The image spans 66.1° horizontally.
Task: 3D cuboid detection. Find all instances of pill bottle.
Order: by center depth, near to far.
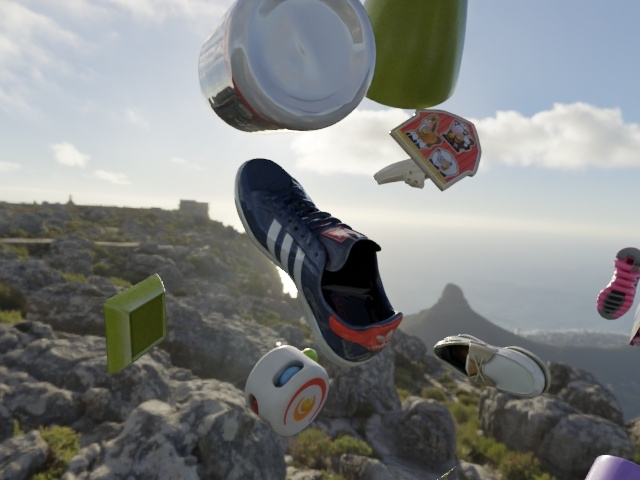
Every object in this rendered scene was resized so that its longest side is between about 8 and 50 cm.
[{"bbox_3d":[-0.081,-0.277,0.795,0.210,0.210,0.363,2,9,-23],"label":"pill bottle"}]

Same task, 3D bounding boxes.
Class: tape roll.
[{"bbox_3d":[0.661,0.551,1.036,0.080,0.189,0.189,-45,27,-22],"label":"tape roll"}]

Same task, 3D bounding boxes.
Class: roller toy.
[{"bbox_3d":[-0.078,0.377,1.223,0.146,0.209,0.191,27,5,37],"label":"roller toy"}]

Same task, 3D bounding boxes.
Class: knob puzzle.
[{"bbox_3d":[0.272,-0.216,1.057,0.213,0.213,0.030,3,-25,-14],"label":"knob puzzle"}]

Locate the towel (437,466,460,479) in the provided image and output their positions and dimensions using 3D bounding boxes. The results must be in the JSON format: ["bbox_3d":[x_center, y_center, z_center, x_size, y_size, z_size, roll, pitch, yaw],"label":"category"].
[{"bbox_3d":[0.287,0.546,1.080,0.060,0.083,0.009,-23,10,-26],"label":"towel"}]

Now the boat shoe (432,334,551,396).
[{"bbox_3d":[0.387,0.296,1.153,0.103,0.113,0.302,-2,1,-25],"label":"boat shoe"}]

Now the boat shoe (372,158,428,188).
[{"bbox_3d":[0.306,-0.209,1.553,0.277,0.096,0.098,-14,-6,14],"label":"boat shoe"}]

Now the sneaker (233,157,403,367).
[{"bbox_3d":[0.000,0.000,0.694,0.131,0.350,0.148,-26,-15,-33],"label":"sneaker"}]

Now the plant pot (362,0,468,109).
[{"bbox_3d":[0.201,-0.487,1.056,0.274,0.275,0.293,3,-37,-3],"label":"plant pot"}]

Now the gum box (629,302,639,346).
[{"bbox_3d":[0.844,0.196,1.249,0.062,0.107,0.188,16,-27,27],"label":"gum box"}]

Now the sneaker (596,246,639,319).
[{"bbox_3d":[0.465,0.066,0.754,0.047,0.119,0.057,28,21,36],"label":"sneaker"}]

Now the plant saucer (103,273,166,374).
[{"bbox_3d":[-0.426,0.199,1.171,0.045,0.188,0.188,11,20,17],"label":"plant saucer"}]
